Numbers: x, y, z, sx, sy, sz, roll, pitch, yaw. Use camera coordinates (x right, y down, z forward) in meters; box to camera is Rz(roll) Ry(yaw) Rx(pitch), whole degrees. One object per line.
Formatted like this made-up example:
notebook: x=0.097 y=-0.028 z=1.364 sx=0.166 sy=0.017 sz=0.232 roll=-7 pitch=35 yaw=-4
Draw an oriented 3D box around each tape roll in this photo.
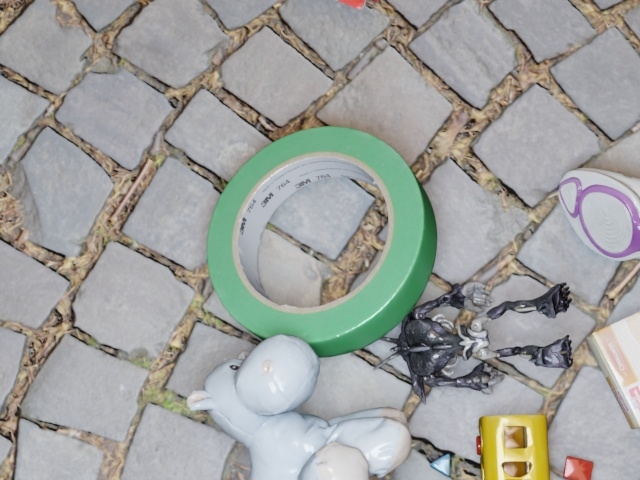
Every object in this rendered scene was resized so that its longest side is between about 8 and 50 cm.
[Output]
tape roll: x=0.000 y=0.000 z=1.588 sx=0.321 sy=0.077 sz=0.321 roll=-8 pitch=66 yaw=18

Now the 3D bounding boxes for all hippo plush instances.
hippo plush: x=-0.035 y=0.241 z=1.511 sx=0.294 sy=0.234 sz=0.237 roll=-38 pitch=81 yaw=37

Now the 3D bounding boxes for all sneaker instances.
sneaker: x=0.482 y=-0.024 z=1.598 sx=0.305 sy=0.152 sz=0.114 roll=26 pitch=122 yaw=26

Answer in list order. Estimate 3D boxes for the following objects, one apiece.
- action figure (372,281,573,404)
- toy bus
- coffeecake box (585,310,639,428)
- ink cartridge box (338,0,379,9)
action figure: x=0.210 y=0.137 z=1.563 sx=0.275 sy=0.141 sz=0.164 roll=-9 pitch=85 yaw=29
toy bus: x=0.262 y=0.327 z=1.529 sx=0.202 sy=0.104 sz=0.191 roll=42 pitch=84 yaw=12
coffeecake box: x=0.484 y=0.157 z=1.566 sx=0.185 sy=0.068 sz=0.142 roll=-24 pitch=77 yaw=-1
ink cartridge box: x=0.056 y=-0.458 z=1.729 sx=0.134 sy=0.078 sz=0.231 roll=25 pitch=81 yaw=10
